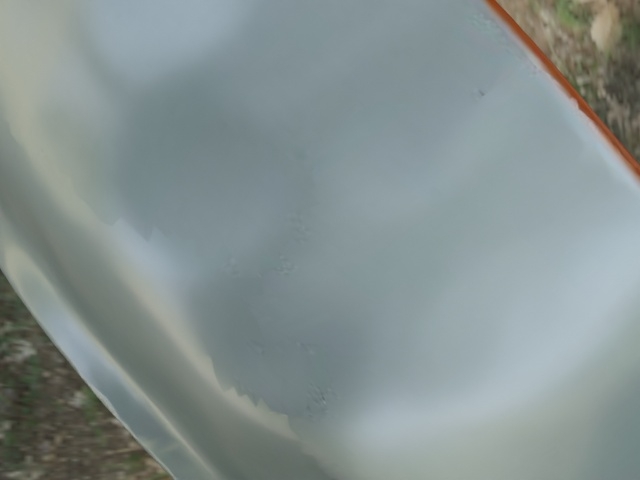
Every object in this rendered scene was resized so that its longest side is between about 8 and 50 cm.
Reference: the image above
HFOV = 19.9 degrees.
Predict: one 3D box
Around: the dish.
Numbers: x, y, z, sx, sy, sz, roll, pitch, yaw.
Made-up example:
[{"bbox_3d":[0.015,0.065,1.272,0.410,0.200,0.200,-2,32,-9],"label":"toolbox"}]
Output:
[{"bbox_3d":[0.000,0.000,0.460,0.117,0.256,0.256,-42,78,1],"label":"dish"}]
